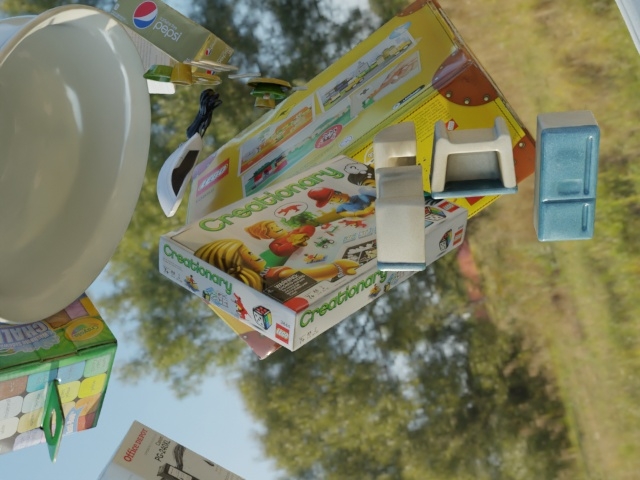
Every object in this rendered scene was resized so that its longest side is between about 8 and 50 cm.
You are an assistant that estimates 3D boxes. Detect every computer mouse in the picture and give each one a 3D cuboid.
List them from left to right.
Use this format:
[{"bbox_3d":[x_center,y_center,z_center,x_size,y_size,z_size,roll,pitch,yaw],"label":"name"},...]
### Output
[{"bbox_3d":[-0.198,-0.124,1.389,0.106,0.042,0.193,-44,24,57],"label":"computer mouse"}]

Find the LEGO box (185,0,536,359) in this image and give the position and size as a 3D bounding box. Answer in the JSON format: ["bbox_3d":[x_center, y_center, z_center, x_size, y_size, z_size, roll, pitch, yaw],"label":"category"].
[{"bbox_3d":[0.041,-0.110,1.451,0.193,0.500,0.372,49,-164,-24],"label":"LEGO box"}]

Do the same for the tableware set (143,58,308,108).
[{"bbox_3d":[-0.096,-0.154,0.969,0.154,0.104,0.024,5,-91,-48],"label":"tableware set"}]

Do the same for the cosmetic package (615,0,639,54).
[{"bbox_3d":[0.476,-0.249,0.779,0.329,0.393,0.327,-14,-101,-56],"label":"cosmetic package"}]

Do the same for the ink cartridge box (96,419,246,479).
[{"bbox_3d":[-0.165,0.274,1.050,0.150,0.063,0.109,29,-168,-4],"label":"ink cartridge box"}]

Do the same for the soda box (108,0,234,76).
[{"bbox_3d":[-0.204,-0.283,1.308,0.181,0.058,0.061,36,-176,31],"label":"soda box"}]

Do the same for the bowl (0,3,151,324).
[{"bbox_3d":[-0.292,-0.082,0.898,0.298,0.134,0.298,16,-90,-73],"label":"bowl"}]

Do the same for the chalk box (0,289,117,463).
[{"bbox_3d":[-0.295,0.122,0.965,0.213,0.132,0.132,48,131,31],"label":"chalk box"}]

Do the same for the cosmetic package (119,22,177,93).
[{"bbox_3d":[-0.384,-0.342,1.780,0.085,0.231,0.117,91,-179,-75],"label":"cosmetic package"}]

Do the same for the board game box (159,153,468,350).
[{"bbox_3d":[0.000,0.000,1.062,0.305,0.193,0.053,-28,-46,-43],"label":"board game box"}]

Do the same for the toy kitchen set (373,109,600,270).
[{"bbox_3d":[0.154,-0.024,0.869,0.166,0.207,0.122,-85,-10,-59],"label":"toy kitchen set"}]
